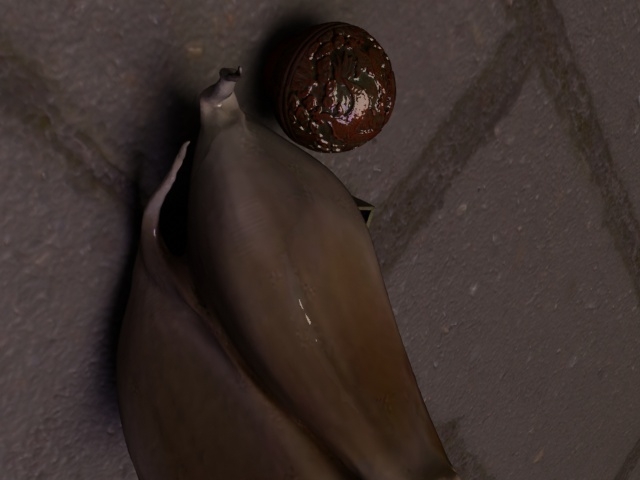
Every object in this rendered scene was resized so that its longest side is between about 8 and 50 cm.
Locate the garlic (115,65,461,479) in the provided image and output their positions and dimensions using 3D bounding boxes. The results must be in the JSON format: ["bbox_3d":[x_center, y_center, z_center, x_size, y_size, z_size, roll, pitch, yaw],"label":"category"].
[{"bbox_3d":[-0.060,0.064,0.702,0.231,0.246,0.340,-25,102,2],"label":"garlic"}]

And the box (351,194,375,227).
[{"bbox_3d":[0.000,0.000,0.856,0.083,0.035,0.079,-3,115,-48],"label":"box"}]

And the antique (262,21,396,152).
[{"bbox_3d":[0.010,-0.114,0.743,0.104,0.104,0.104,-27,132,-35],"label":"antique"}]
